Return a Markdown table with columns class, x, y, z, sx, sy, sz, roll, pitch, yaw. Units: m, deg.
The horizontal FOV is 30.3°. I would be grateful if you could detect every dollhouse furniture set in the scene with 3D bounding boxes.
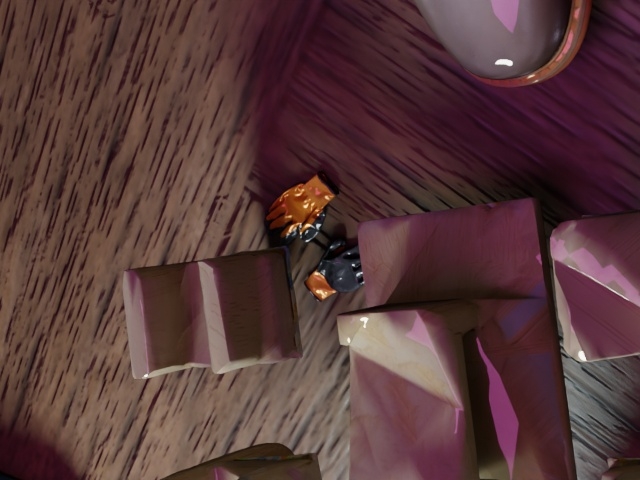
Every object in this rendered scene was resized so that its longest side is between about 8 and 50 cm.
| class | x | y | z | sx | sy | sz | roll | pitch | yaw |
| --- | --- | --- | --- | --- | --- | --- | --- | --- | --- |
| dollhouse furniture set | 0.118 | 0.174 | 0.726 | 0.362 | 0.256 | 0.394 | -7 | 90 | 34 |

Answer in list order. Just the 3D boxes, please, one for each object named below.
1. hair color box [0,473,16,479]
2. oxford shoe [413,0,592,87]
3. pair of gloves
| class | x | y | z | sx | sy | sz | roll | pitch | yaw |
| --- | --- | --- | --- | --- | --- | --- | --- | --- | --- |
| hair color box | -0.370 | 0.312 | 1.170 | 0.347 | 0.105 | 0.174 | 13 | 122 | 28 |
| oxford shoe | 0.028 | -0.233 | 0.574 | 0.130 | 0.133 | 0.363 | -13 | 107 | 38 |
| pair of gloves | 0.000 | 0.000 | 0.805 | 0.074 | 0.010 | 0.083 | -35 | 93 | 41 |
